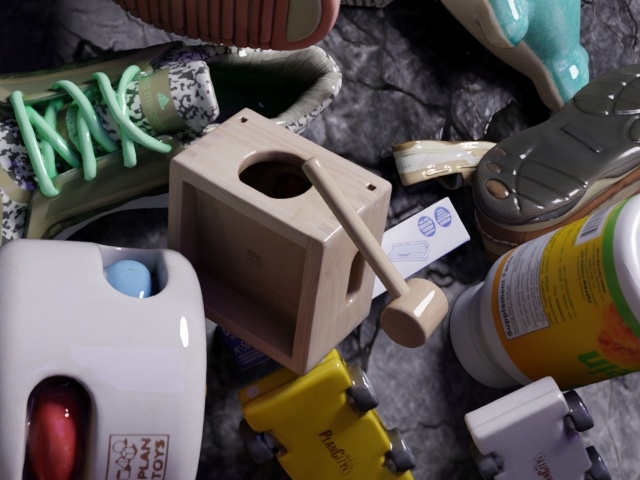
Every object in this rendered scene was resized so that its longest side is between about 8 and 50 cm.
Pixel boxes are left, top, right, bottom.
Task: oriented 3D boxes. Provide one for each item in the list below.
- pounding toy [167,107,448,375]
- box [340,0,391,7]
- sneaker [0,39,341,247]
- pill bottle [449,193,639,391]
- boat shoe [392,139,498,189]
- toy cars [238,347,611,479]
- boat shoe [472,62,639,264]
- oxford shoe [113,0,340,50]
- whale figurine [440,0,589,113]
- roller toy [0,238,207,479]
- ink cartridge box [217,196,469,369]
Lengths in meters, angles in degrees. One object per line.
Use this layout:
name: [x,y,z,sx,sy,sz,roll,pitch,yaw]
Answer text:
pounding toy: [0.006,-0.004,0.805,0.206,0.181,0.094,29,46,22]
box: [-0.036,-0.286,1.086,0.275,0.094,0.113,-2,73,-34]
sneaker: [-0.154,-0.089,0.877,0.410,0.182,0.158,-20,84,-37]
pill bottle: [0.225,0.056,1.037,0.136,0.246,0.136,12,67,-30]
boat shoe: [0.125,-0.071,1.147,0.135,0.050,0.045,-2,87,-33]
toy cars: [0.090,0.153,0.980,0.394,0.176,0.087,11,37,-30]
boat shoe: [0.277,-0.075,1.186,0.324,0.120,0.122,-25,51,-22]
oxford shoe: [-0.141,-0.275,0.904,0.397,0.140,0.146,30,50,11]
whale figurine: [0.211,-0.257,1.201,0.272,0.141,0.216,52,29,-20]
roller toy: [-0.147,0.099,0.790,0.146,0.191,0.209,4,63,-15]
ink cartridge box: [0.022,0.034,1.003,0.207,0.097,0.046,-29,90,-38]
